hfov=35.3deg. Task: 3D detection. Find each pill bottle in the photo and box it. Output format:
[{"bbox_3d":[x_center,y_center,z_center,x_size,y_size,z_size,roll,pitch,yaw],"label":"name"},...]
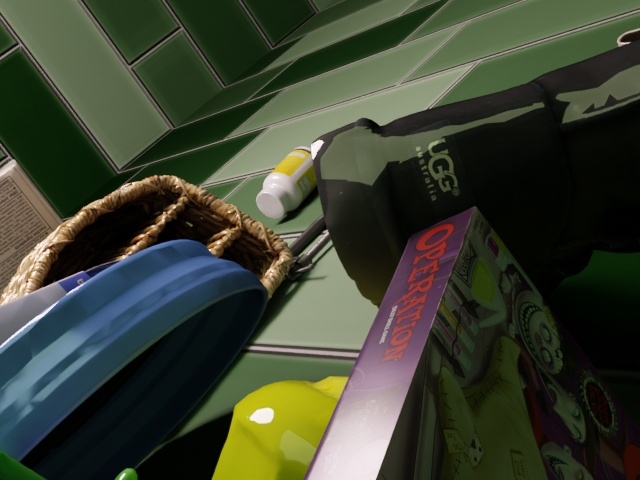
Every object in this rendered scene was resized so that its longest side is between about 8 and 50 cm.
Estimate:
[{"bbox_3d":[-0.045,-0.084,1.488,0.065,0.065,0.116,-18,24,44],"label":"pill bottle"}]

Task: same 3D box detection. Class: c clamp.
[{"bbox_3d":[0.000,0.000,1.266,0.161,0.022,0.137,-48,16,-32],"label":"c clamp"}]

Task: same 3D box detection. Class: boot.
[{"bbox_3d":[0.260,-0.051,0.645,0.445,0.146,0.367,-20,-12,14],"label":"boot"}]

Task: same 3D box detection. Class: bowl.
[{"bbox_3d":[-0.208,0.152,0.845,0.391,0.077,0.391,-44,-10,-10],"label":"bowl"}]

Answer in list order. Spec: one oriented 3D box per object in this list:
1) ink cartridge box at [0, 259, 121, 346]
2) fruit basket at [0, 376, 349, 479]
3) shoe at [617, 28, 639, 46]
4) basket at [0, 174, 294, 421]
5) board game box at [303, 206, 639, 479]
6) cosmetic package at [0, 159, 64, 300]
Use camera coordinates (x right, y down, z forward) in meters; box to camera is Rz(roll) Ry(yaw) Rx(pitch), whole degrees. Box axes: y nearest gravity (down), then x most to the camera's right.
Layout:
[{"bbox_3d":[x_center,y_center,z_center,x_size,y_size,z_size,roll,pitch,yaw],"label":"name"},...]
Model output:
[{"bbox_3d":[-0.286,0.132,0.844,0.186,0.065,0.311,-52,-9,28],"label":"ink cartridge box"},{"bbox_3d":[-0.050,0.178,0.522,0.392,0.283,0.392,-40,27,25],"label":"fruit basket"},{"bbox_3d":[0.396,-0.208,1.007,0.219,0.058,0.076,-13,28,51],"label":"shoe"},{"bbox_3d":[-0.216,0.054,1.177,0.223,0.213,0.299,-20,23,48],"label":"basket"},{"bbox_3d":[0.072,0.154,0.401,0.056,0.208,0.347,-24,21,31],"label":"board game box"},{"bbox_3d":[-0.387,0.051,1.381,0.153,0.296,0.129,-36,16,-9],"label":"cosmetic package"}]
